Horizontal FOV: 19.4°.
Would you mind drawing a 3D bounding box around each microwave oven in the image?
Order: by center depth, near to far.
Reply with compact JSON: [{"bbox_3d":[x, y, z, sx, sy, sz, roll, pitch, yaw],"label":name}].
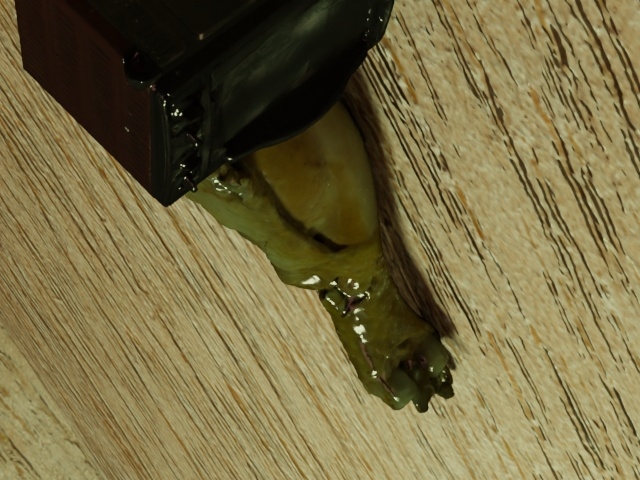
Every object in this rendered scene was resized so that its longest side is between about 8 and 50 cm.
[{"bbox_3d":[-0.077,-0.175,1.362,0.188,0.247,0.178,44,159,19],"label":"microwave oven"}]

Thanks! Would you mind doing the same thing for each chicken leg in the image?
[{"bbox_3d":[0.000,0.000,1.600,0.429,0.152,0.201,58,-179,-33],"label":"chicken leg"}]
